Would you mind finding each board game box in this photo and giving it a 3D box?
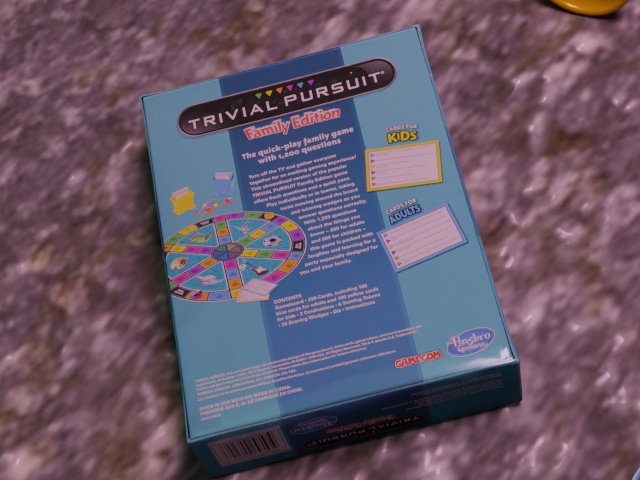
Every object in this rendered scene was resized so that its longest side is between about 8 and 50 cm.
[{"bbox_3d":[0.000,0.000,1.096,0.254,0.079,0.336,-14,57,3],"label":"board game box"}]

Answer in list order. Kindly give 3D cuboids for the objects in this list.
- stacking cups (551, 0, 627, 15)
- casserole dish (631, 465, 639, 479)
[{"bbox_3d":[0.289,-0.359,1.248,0.096,0.096,0.316,15,63,19],"label":"stacking cups"},{"bbox_3d":[0.304,0.207,0.936,0.114,0.037,0.188,-37,59,-11],"label":"casserole dish"}]
